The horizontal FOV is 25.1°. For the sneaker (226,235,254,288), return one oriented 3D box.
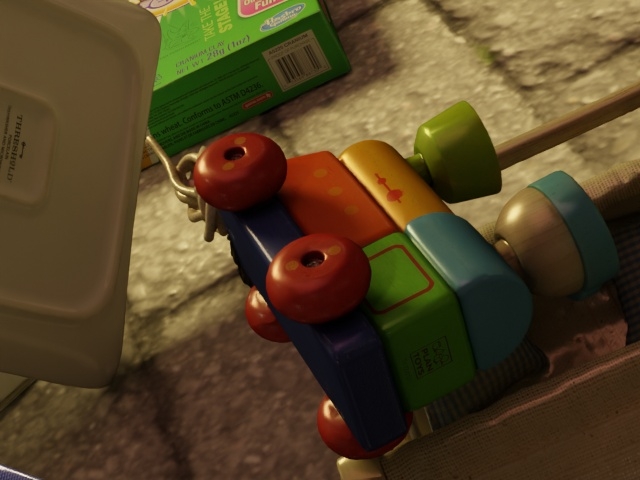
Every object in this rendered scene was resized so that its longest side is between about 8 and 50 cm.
[{"bbox_3d":[0.000,0.000,0.960,0.086,0.085,0.237,-15,25,-25],"label":"sneaker"}]

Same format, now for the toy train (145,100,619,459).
[{"bbox_3d":[0.018,-0.023,0.671,0.143,0.105,0.248,-26,40,-10],"label":"toy train"}]

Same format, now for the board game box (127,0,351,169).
[{"bbox_3d":[-0.118,-0.198,1.284,0.242,0.064,0.316,-25,36,6],"label":"board game box"}]

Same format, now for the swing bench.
[{"bbox_3d":[0.140,0.068,0.695,0.253,0.165,0.254,-25,36,6],"label":"swing bench"}]

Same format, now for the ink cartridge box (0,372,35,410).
[{"bbox_3d":[-0.378,-0.034,1.084,0.160,0.279,0.385,-43,38,-20],"label":"ink cartridge box"}]

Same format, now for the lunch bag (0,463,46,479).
[{"bbox_3d":[-0.101,0.286,0.541,0.385,0.239,0.328,2,44,47],"label":"lunch bag"}]

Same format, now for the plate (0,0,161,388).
[{"bbox_3d":[-0.212,-0.059,0.914,0.045,0.278,0.277,-4,75,44],"label":"plate"}]
